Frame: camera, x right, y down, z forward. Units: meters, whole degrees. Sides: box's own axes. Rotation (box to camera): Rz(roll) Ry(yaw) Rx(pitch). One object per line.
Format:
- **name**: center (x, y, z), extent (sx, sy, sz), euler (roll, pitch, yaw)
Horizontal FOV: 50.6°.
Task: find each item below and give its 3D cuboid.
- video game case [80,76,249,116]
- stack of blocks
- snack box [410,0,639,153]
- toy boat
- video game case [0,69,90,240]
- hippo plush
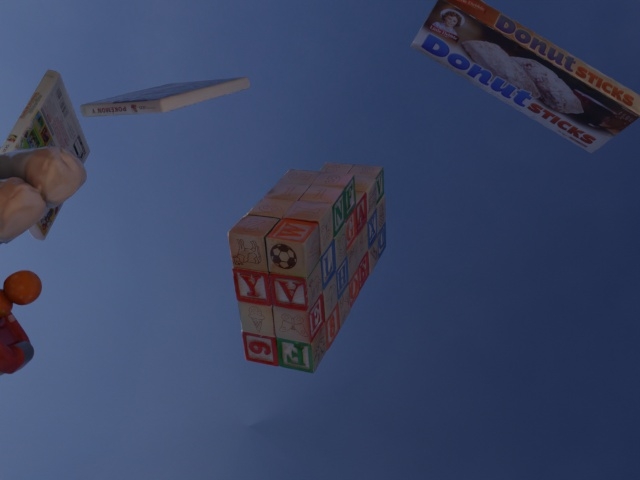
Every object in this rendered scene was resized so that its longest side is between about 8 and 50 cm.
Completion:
- **video game case**: center (-0.244, -0.229, 1.076), extent (0.201, 0.183, 0.023), euler (-32, -61, -50)
- **stack of blocks**: center (0.000, 0.000, 0.842), extent (0.087, 0.171, 0.297), euler (7, -149, 20)
- **snack box**: center (0.162, -0.134, 0.539), extent (0.178, 0.064, 0.022), euler (30, -113, -2)
- **toy boat**: center (-0.536, 0.100, 1.124), extent (0.151, 0.151, 0.231), euler (-33, -87, -5)
- **video game case**: center (-0.470, -0.139, 1.155), extent (0.026, 0.227, 0.206), euler (15, -118, 3)
- **hippo plush**: center (-0.473, -0.110, 0.898), extent (0.234, 0.294, 0.237), euler (-40, -72, -15)
